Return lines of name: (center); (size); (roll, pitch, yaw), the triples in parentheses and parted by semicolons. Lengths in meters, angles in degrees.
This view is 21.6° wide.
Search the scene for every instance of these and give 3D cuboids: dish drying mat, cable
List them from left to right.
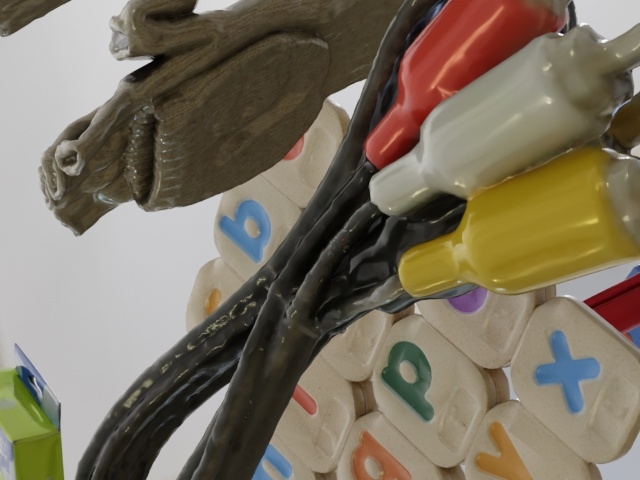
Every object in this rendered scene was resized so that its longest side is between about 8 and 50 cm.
cable: (0.000, 0.000, 0.547); (0.287, 0.139, 0.072); (-35, -34, 25)
dish drying mat: (0.147, 0.031, 0.797); (0.083, 0.008, 0.032); (-28, -47, 15)

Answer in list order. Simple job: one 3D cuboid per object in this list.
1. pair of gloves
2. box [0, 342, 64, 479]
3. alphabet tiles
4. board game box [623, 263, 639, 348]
pair of gloves: (-0.033, -0.108, 0.621); (0.204, 0.042, 0.240); (-37, -27, -17)
box: (-0.223, 0.180, 1.249); (0.042, 0.109, 0.178); (-12, -63, -25)
alphabet tiles: (0.036, 0.052, 0.811); (0.021, 0.278, 0.284); (-6, -54, -42)
board game box: (0.234, 0.049, 1.050); (0.210, 0.047, 0.160); (-24, -27, -40)
